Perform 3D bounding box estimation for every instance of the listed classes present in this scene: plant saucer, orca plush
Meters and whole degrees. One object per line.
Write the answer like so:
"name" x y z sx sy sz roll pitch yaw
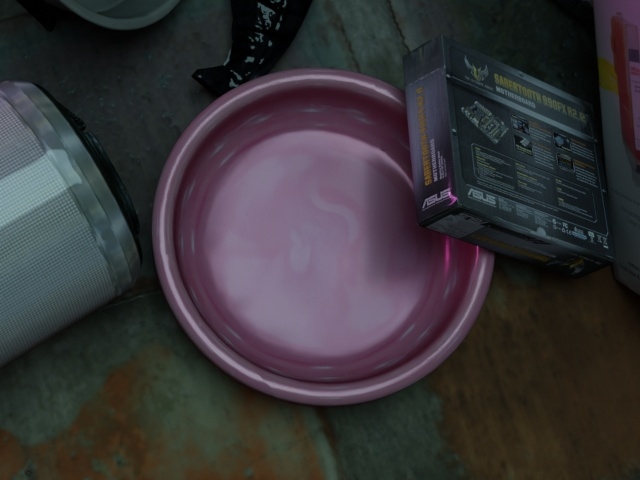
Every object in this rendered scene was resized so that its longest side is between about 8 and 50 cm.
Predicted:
"plant saucer" 0.000 0.000 1.377 0.332 0.084 0.332 3 75 -10
"orca plush" -0.058 -0.284 1.427 0.151 0.102 0.287 27 73 -3

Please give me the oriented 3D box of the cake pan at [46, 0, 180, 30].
"cake pan" -0.218 -0.343 1.345 0.054 0.293 0.293 -2 71 34

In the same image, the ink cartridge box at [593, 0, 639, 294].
"ink cartridge box" 0.426 -0.147 1.369 0.279 0.160 0.385 -13 109 -13

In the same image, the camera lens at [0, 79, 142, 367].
"camera lens" -0.312 0.004 1.245 0.274 0.219 0.219 -32 84 -16

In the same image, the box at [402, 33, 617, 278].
"box" 0.184 -0.077 1.374 0.231 0.056 0.183 17 58 -39

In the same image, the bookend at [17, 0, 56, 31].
"bookend" -0.270 -0.322 1.413 0.157 0.072 0.156 44 72 2

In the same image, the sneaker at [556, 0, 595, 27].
"sneaker" 0.367 -0.248 1.504 0.275 0.107 0.110 42 60 0
